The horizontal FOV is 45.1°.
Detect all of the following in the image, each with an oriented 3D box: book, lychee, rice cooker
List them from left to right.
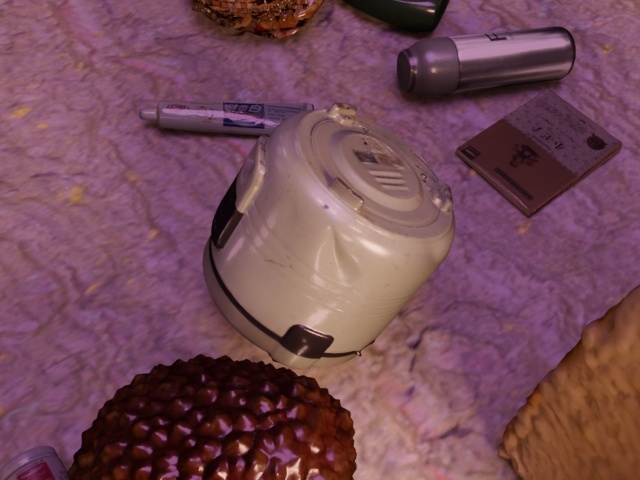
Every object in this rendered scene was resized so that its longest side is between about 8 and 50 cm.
[{"bbox_3d":[-0.085,0.204,0.651,0.235,0.271,0.236,32,42,-35],"label":"lychee"},{"bbox_3d":[0.000,0.000,0.800,0.225,0.244,0.226,20,39,-17],"label":"rice cooker"},{"bbox_3d":[0.300,-0.126,1.051,0.198,0.016,0.138,-33,64,-25],"label":"book"}]

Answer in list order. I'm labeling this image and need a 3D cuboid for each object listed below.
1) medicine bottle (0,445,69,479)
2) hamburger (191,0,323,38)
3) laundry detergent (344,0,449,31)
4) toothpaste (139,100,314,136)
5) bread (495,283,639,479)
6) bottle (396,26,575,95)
[{"bbox_3d":[-0.254,0.244,0.714,0.058,0.058,0.091,-29,63,-23],"label":"medicine bottle"},{"bbox_3d":[-0.088,-0.406,1.138,0.230,0.107,0.231,-5,66,11],"label":"hamburger"},{"bbox_3d":[0.095,-0.398,1.195,0.210,0.063,0.137,21,54,12],"label":"laundry detergent"},{"bbox_3d":[-0.123,-0.163,1.027,0.233,0.038,0.060,1,59,-8],"label":"toothpaste"},{"bbox_3d":[0.394,0.148,0.655,0.389,0.371,0.279,-23,59,-19],"label":"bread"},{"bbox_3d":[0.234,-0.257,1.103,0.253,0.080,0.096,-10,19,-13],"label":"bottle"}]
